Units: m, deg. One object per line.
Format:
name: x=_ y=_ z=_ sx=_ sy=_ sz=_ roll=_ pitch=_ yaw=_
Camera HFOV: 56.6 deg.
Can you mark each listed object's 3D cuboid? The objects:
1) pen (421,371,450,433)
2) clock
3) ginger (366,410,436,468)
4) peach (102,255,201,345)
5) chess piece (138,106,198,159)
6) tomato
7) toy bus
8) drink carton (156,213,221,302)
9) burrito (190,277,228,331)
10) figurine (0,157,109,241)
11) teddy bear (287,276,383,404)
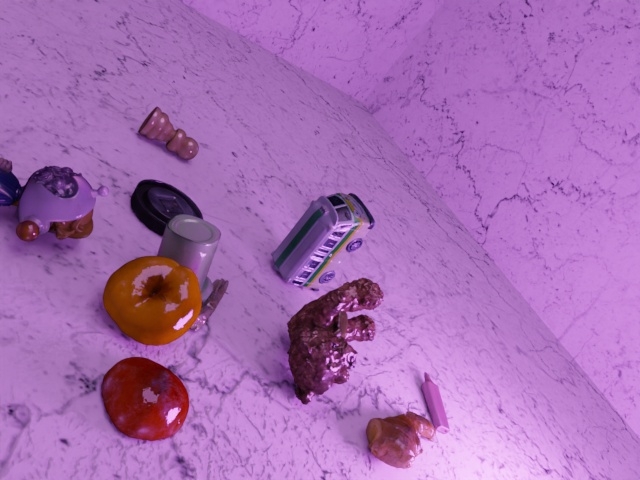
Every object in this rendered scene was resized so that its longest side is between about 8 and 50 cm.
pen: x=0.309 y=0.435 z=1.622 sx=0.053 sy=0.032 sz=0.197 roll=30 pitch=28 yaw=-23
clock: x=-0.373 y=-0.074 z=1.446 sx=0.184 sy=0.040 sz=0.184 roll=33 pitch=24 yaw=-17
ginger: x=0.203 y=0.451 z=1.373 sx=0.131 sy=0.086 sz=0.294 roll=29 pitch=9 yaw=33
peach: x=-0.311 y=0.107 z=1.114 sx=0.179 sy=0.103 sz=0.179 roll=9 pitch=59 yaw=-15
chess piece: x=-0.428 y=-0.294 z=1.704 sx=0.170 sy=0.094 sz=0.094 roll=39 pitch=22 yaw=-24
tomato: x=-0.278 y=0.252 z=0.987 sx=0.155 sy=0.069 sz=0.155 roll=35 pitch=24 yaw=-18
toy bus: x=0.000 y=0.000 z=1.603 sx=0.164 sy=0.276 sz=0.134 roll=8 pitch=39 yaw=-46
drink carton: x=-0.279 y=0.033 z=1.239 sx=0.146 sy=0.142 sz=0.144 roll=24 pitch=22 yaw=3
burrito: x=-0.244 y=0.135 z=1.280 sx=0.045 sy=0.041 sz=0.185 roll=46 pitch=24 yaw=-12
figurine: x=-0.553 y=-0.095 z=1.106 sx=0.274 sy=0.133 sz=0.194 roll=27 pitch=24 yaw=-5
teddy bear: x=0.046 y=0.218 z=1.354 sx=0.296 sy=0.246 sz=0.222 roll=-9 pitch=28 yaw=-26
